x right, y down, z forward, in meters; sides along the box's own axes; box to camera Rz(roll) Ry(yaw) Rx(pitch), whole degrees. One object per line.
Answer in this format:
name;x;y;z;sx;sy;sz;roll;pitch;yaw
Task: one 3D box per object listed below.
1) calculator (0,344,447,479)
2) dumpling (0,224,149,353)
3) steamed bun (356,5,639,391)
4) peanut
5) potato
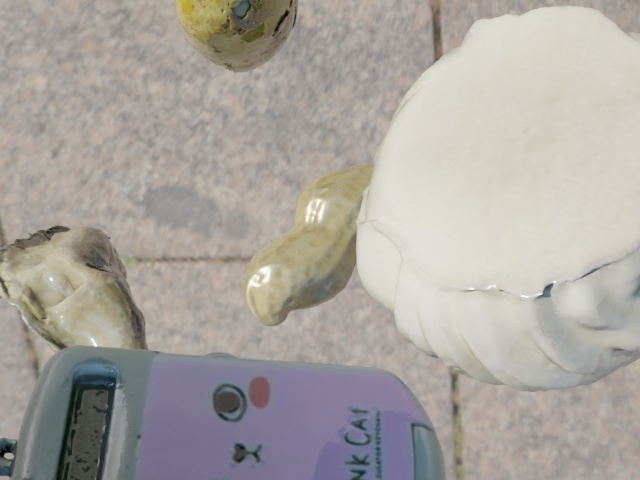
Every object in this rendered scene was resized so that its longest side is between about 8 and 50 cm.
calculator;-0.055;0.124;0.672;0.246;0.141;0.045;5;141;-2
dumpling;-0.233;0.037;1.222;0.166;0.332;0.086;30;103;-31
steamed bun;0.109;-0.014;0.579;0.183;0.183;0.106;-16;147;19
peanut;0.000;0.000;1.104;0.082;0.187;0.082;32;158;14
potato;-0.068;-0.196;1.062;0.107;0.170;0.080;-27;81;-7
